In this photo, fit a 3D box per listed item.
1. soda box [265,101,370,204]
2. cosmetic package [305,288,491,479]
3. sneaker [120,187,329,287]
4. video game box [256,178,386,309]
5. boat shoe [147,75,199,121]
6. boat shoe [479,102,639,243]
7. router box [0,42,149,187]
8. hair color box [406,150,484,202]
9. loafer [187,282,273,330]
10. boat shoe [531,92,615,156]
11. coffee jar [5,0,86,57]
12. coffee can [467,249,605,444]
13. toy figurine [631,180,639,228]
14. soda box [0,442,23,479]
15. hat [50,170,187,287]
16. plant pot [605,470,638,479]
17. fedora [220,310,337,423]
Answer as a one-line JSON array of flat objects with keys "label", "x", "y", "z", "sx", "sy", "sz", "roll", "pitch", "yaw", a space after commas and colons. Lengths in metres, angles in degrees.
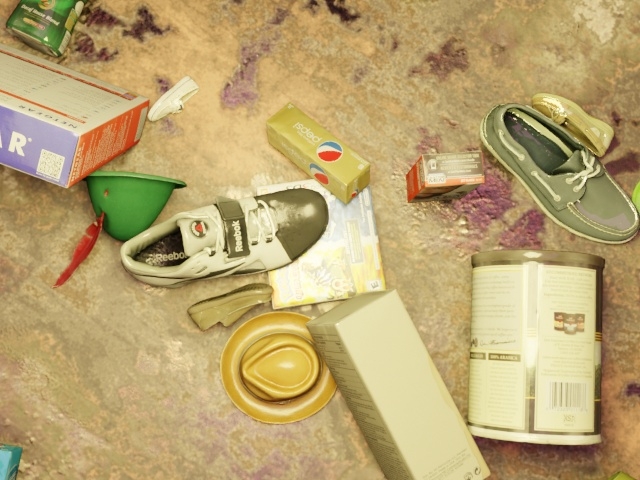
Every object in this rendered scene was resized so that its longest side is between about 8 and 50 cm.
[{"label": "soda box", "x": -0.005, "y": -0.141, "z": 1.366, "sx": 0.181, "sy": 0.061, "sz": 0.058, "roll": 39, "pitch": 69, "yaw": 20}, {"label": "cosmetic package", "x": 0.112, "y": 0.234, "z": 1.278, "sx": 0.113, "sy": 0.160, "sz": 0.309, "roll": -28, "pitch": 94, "yaw": -18}, {"label": "sneaker", "x": -0.148, "y": -0.002, "z": 1.300, "sx": 0.331, "sy": 0.146, "sz": 0.122, "roll": -19, "pitch": 80, "yaw": 5}, {"label": "video game box", "x": 0.000, "y": 0.000, "z": 1.387, "sx": 0.187, "sy": 0.048, "sz": 0.205, "roll": -9, "pitch": 83, "yaw": -1}, {"label": "boat shoe", "x": -0.242, "y": -0.228, "z": 1.411, "sx": 0.035, "sy": 0.035, "sz": 0.100, "roll": 44, "pitch": 76, "yaw": 6}, {"label": "boat shoe", "x": 0.398, "y": -0.110, "z": 1.393, "sx": 0.319, "sy": 0.099, "sz": 0.116, "roll": 41, "pitch": 83, "yaw": 3}, {"label": "router box", "x": -0.462, "y": -0.208, "z": 1.261, "sx": 0.336, "sy": 0.301, "sz": 0.082, "roll": 21, "pitch": 110, "yaw": 1}, {"label": "hair color box", "x": 0.193, "y": -0.098, "z": 1.347, "sx": 0.093, "sy": 0.167, "sz": 0.053, "roll": -4, "pitch": 83, "yaw": -3}, {"label": "loafer", "x": -0.138, "y": 0.106, "z": 1.357, "sx": 0.148, "sy": 0.056, "sz": 0.050, "roll": -16, "pitch": 99, "yaw": 19}, {"label": "boat shoe", "x": 0.419, "y": -0.196, "z": 1.429, "sx": 0.153, "sy": 0.056, "sz": 0.048, "roll": 30, "pitch": 78, "yaw": -6}, {"label": "coffee jar", "x": -0.432, "y": -0.402, "z": 1.400, "sx": 0.096, "sy": 0.079, "sz": 0.184, "roll": 25, "pitch": 82, "yaw": 0}, {"label": "coffee can", "x": 0.328, "y": 0.162, "z": 1.304, "sx": 0.202, "sy": 0.201, "sz": 0.275, "roll": 4, "pitch": 83, "yaw": -2}, {"label": "toy figurine", "x": 0.600, "y": -0.046, "z": 1.365, "sx": 0.130, "sy": 0.159, "sz": 0.173, "roll": -16, "pitch": 84, "yaw": -5}, {"label": "soda box", "x": -0.519, "y": 0.417, "z": 1.297, "sx": 0.071, "sy": 0.067, "sz": 0.210, "roll": 11, "pitch": 83, "yaw": -2}, {"label": "hat", "x": -0.306, "y": -0.007, "z": 1.324, "sx": 0.173, "sy": 0.208, "sz": 0.183, "roll": 6, "pitch": 88, "yaw": -26}, {"label": "plant pot", "x": 0.498, "y": 0.502, "z": 1.258, "sx": 0.275, "sy": 0.275, "sz": 0.293, "roll": -38, "pitch": 71, "yaw": -7}, {"label": "fedora", "x": -0.063, "y": 0.200, "z": 1.341, "sx": 0.195, "sy": 0.079, "sz": 0.194, "roll": 0, "pitch": 83, "yaw": -2}]
